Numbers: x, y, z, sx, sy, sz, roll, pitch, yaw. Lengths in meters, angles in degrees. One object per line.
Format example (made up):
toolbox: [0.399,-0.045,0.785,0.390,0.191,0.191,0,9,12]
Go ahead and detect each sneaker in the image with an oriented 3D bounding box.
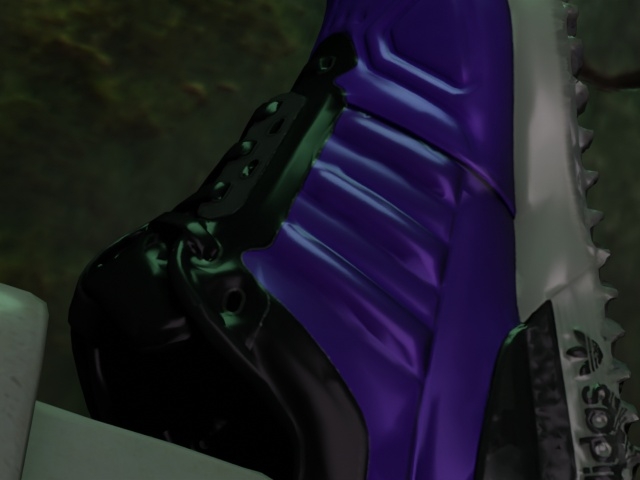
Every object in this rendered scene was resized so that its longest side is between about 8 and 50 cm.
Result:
sneaker: [0.000,0.000,0.531,0.146,0.102,0.293,0,54,-9]

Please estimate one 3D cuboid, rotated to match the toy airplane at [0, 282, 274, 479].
toy airplane: [-0.104,0.182,0.305,0.386,0.272,0.384,36,23,22]
